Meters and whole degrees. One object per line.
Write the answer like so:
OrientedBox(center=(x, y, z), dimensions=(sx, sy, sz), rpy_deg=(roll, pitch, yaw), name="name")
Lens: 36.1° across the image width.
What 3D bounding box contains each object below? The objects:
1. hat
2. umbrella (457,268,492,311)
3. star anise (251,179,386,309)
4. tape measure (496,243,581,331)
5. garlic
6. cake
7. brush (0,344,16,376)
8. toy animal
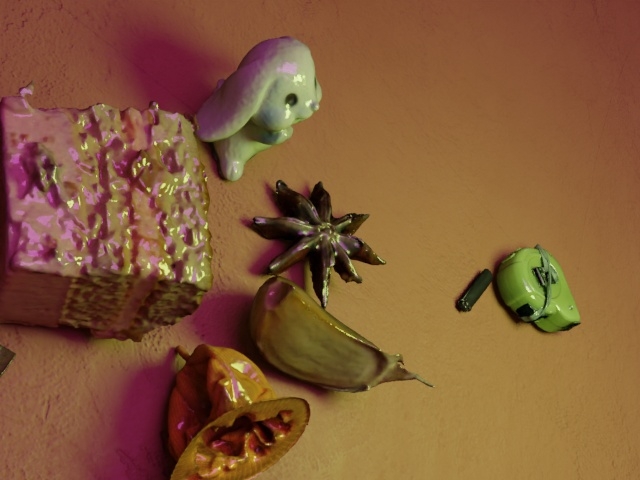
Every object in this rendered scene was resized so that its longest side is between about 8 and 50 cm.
OrientedBox(center=(-0.185, 0.258, 1.596), dimensions=(0.233, 0.244, 0.233), rpy_deg=(49, 9, 35), name="hat")
OrientedBox(center=(0.332, 0.109, 2.098), dimensions=(0.036, 0.031, 0.133), rpy_deg=(49, 50, -3), name="umbrella")
OrientedBox(center=(0.001, 0.001, 1.875), dimensions=(0.288, 0.088, 0.288), rpy_deg=(12, 51, -16), name="star anise")
OrientedBox(center=(0.473, 0.098, 2.154), dimensions=(0.175, 0.106, 0.200), rpy_deg=(4, 63, -38), name="tape measure")
OrientedBox(center=(0.015, 0.191, 1.726), dimensions=(0.338, 0.196, 0.151), rpy_deg=(37, 67, -18), name="garlic")
OrientedBox(center=(-0.354, -0.023, 1.508), dimensions=(0.306, 0.293, 0.314), rpy_deg=(3, 61, -29), name="cake")
OrientedBox(center=(-0.524, 0.249, 1.406), dimensions=(0.043, 0.036, 0.248), rpy_deg=(39, 50, -14), name="brush")
OrientedBox(center=(-0.107, -0.265, 1.835), dimensions=(0.174, 0.289, 0.249), rpy_deg=(46, 29, -5), name="toy animal")
